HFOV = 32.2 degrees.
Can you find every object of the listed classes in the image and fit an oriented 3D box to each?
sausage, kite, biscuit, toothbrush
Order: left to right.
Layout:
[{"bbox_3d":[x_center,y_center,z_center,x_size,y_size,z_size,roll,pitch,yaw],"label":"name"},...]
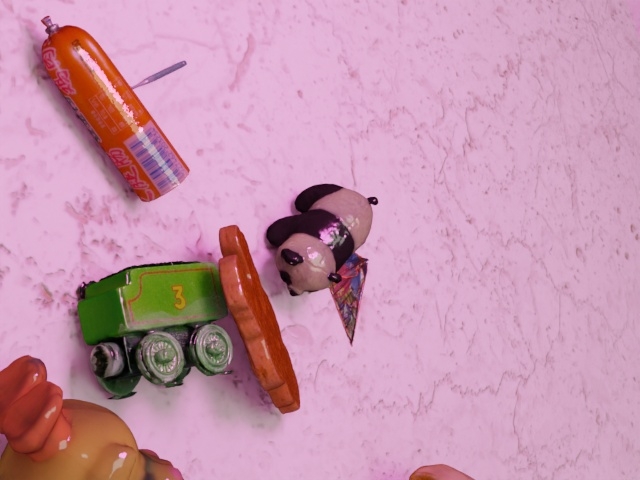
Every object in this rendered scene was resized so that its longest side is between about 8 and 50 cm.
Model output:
[{"bbox_3d":[-0.323,-0.205,1.679,0.312,0.093,0.093,55,45,-20],"label":"sausage"},{"bbox_3d":[-0.271,-0.266,1.808,0.167,0.014,0.011,-37,98,-46],"label":"toothbrush"},{"bbox_3d":[-0.102,0.138,1.772,0.202,0.047,0.334,-98,169,-57],"label":"biscuit"},{"bbox_3d":[0.040,0.075,2.049,0.183,0.014,0.241,-19,94,-48],"label":"kite"}]

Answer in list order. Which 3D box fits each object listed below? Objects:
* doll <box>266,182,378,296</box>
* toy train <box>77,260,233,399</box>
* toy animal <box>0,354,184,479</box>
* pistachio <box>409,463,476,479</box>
[{"bbox_3d":[0.000,-0.002,1.933,0.143,0.135,0.234,53,55,-15],"label":"doll"},{"bbox_3d":[-0.240,0.127,1.645,0.243,0.132,0.188,-6,78,-50],"label":"toy train"},{"bbox_3d":[-0.311,0.324,1.468,0.191,0.216,0.338,-49,122,-13],"label":"toy animal"},{"bbox_3d":[0.246,0.532,1.977,0.309,0.230,0.230,45,49,-30],"label":"pistachio"}]
